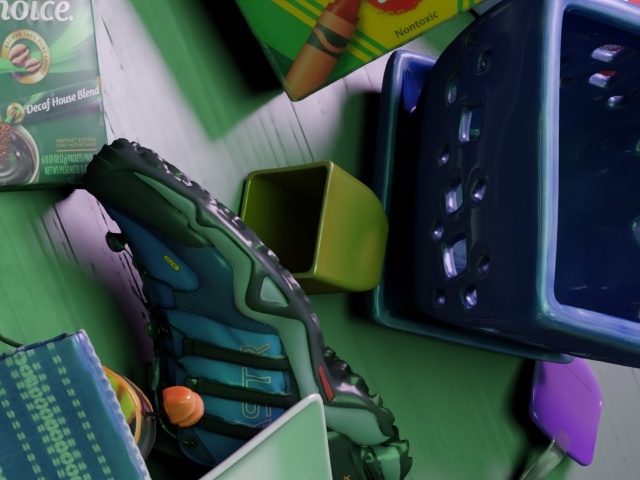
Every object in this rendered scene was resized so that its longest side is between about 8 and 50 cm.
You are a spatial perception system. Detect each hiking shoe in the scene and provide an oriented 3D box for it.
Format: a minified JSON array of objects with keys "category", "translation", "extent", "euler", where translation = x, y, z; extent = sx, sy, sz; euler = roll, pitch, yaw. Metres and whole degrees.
[{"category":"hiking shoe","translation":[-0.065,0.075,1.142],"extent":[0.132,0.113,0.304],"euler":[-40,111,-7]}]

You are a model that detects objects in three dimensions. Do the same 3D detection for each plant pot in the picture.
[{"category":"plant pot","translation":[0.000,0.000,1.240],"extent":[0.083,0.081,0.081],"euler":[24,69,-43]},{"category":"plant pot","translation":[0.166,-0.027,1.288],"extent":[0.236,0.212,0.236],"euler":[14,75,-37]}]

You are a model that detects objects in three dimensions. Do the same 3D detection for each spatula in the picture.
[{"category":"spatula","translation":[0.148,0.201,1.356],"extent":[0.084,0.030,0.296],"euler":[42,60,-27]}]

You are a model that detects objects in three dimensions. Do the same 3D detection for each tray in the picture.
[{"category":"tray","translation":[-0.044,0.231,1.139],"extent":[0.145,0.030,0.270],"euler":[-36,133,-37]}]

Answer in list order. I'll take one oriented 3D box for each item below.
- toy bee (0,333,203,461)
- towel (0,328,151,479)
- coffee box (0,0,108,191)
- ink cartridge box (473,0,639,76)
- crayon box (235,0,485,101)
[{"category":"toy bee","translation":[-0.150,0.131,1.027],"extent":[0.195,0.162,0.298],"euler":[-64,152,-77]},{"category":"towel","translation":[-0.233,0.206,0.921],"extent":[0.336,0.040,0.243],"euler":[-20,99,3]},{"category":"coffee box","translation":[-0.194,-0.122,1.124],"extent":[0.113,0.040,0.184],"euler":[-3,85,-39]},{"category":"ink cartridge box","translation":[0.170,-0.274,1.389],"extent":[0.273,0.114,0.197],"euler":[37,63,-28]},{"category":"crayon box","translation":[-0.007,-0.278,1.202],"extent":[0.202,0.081,0.318],"euler":[-28,104,8]}]
